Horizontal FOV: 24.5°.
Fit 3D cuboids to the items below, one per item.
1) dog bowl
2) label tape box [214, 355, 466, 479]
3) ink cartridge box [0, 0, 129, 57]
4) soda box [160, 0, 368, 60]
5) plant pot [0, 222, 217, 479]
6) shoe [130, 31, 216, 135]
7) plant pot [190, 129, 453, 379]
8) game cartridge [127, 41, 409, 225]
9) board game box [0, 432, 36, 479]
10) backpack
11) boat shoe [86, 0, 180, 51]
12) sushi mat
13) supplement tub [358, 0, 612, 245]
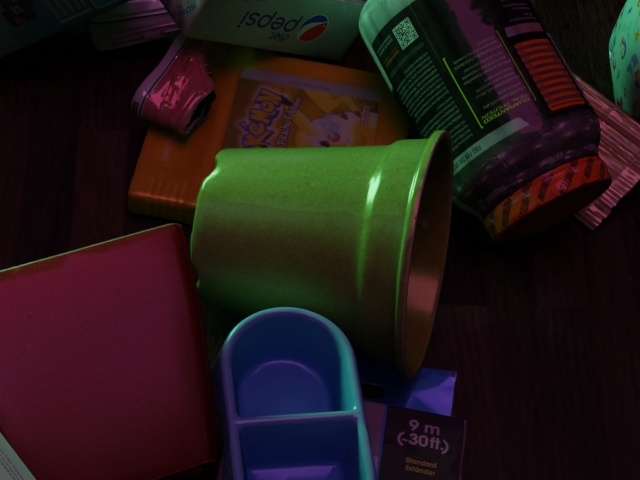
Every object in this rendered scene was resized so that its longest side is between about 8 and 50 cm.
[{"bbox_3d":[-0.027,0.194,1.469,0.166,0.074,0.297,-3,52,-9],"label":"dog bowl"},{"bbox_3d":[0.019,0.241,1.554,0.249,0.115,0.348,11,54,0],"label":"label tape box"},{"bbox_3d":[-0.444,-0.366,1.866,0.395,0.151,0.270,-23,55,8],"label":"ink cartridge box"},{"bbox_3d":[-0.067,-0.307,1.888,0.286,0.098,0.091,0,46,-47],"label":"soda box"},{"bbox_3d":[-0.238,0.174,1.492,0.267,0.267,0.236,-16,68,-19],"label":"plant pot"},{"bbox_3d":[-0.159,-0.206,1.847,0.081,0.063,0.178,27,57,9],"label":"shoe"},{"bbox_3d":[0.000,0.000,1.648,0.254,0.276,0.276,8,51,13],"label":"plant pot"},{"bbox_3d":[-0.054,-0.123,1.857,0.323,0.053,0.285,12,52,0],"label":"game cartridge"},{"bbox_3d":[-0.334,0.297,1.356,0.142,0.275,0.144,-31,63,-27],"label":"board game box"},{"bbox_3d":[0.484,-0.226,1.909,0.191,0.225,0.253,-4,64,-7],"label":"backpack"},{"bbox_3d":[-0.198,-0.299,1.958,0.226,0.076,0.083,-8,27,-6],"label":"boat shoe"},{"bbox_3d":[0.284,-0.160,1.916,0.316,0.019,0.151,41,88,21],"label":"sushi mat"},{"bbox_3d":[0.206,-0.178,1.813,0.207,0.207,0.338,-21,75,-22],"label":"supplement tub"}]
